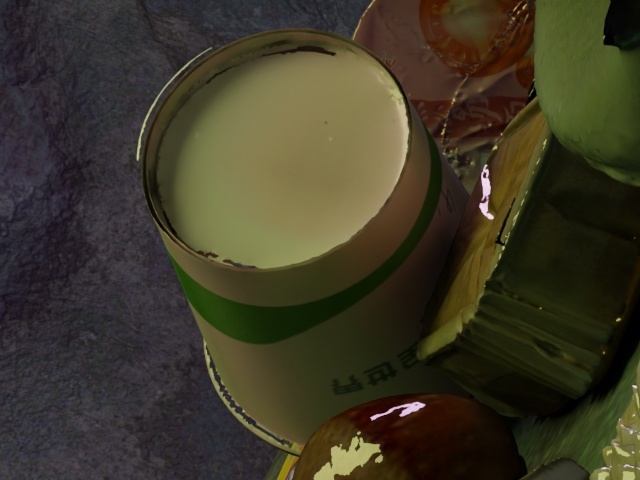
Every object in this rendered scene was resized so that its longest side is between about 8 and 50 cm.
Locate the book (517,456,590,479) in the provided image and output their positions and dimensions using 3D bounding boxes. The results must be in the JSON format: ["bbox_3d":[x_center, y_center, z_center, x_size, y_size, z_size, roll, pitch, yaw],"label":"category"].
[{"bbox_3d":[0.010,0.266,0.867,0.352,0.035,0.239,-63,-18,17],"label":"book"}]

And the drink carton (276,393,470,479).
[{"bbox_3d":[0.033,0.188,1.528,0.154,0.111,0.351,-59,2,36],"label":"drink carton"}]

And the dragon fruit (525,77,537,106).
[{"bbox_3d":[0.205,-0.100,1.327,0.130,0.121,0.142,65,-160,-50],"label":"dragon fruit"}]

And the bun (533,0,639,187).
[{"bbox_3d":[0.222,-0.169,0.965,0.293,0.187,0.293,-173,90,-84],"label":"bun"}]

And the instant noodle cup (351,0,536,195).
[{"bbox_3d":[0.154,-0.129,1.594,0.243,0.243,0.231,-59,-6,8],"label":"instant noodle cup"}]

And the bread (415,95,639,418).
[{"bbox_3d":[0.147,0.011,1.172,0.210,0.110,0.192,125,170,-74],"label":"bread"}]

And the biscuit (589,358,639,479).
[{"bbox_3d":[0.143,0.076,0.605,0.179,0.084,0.281,-64,-1,6],"label":"biscuit"}]

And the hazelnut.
[{"bbox_3d":[0.053,0.161,1.081,0.143,0.143,0.154,-66,-10,-76],"label":"hazelnut"}]

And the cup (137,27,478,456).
[{"bbox_3d":[0.000,0.000,1.330,0.253,0.253,0.274,-60,-26,-16],"label":"cup"}]
